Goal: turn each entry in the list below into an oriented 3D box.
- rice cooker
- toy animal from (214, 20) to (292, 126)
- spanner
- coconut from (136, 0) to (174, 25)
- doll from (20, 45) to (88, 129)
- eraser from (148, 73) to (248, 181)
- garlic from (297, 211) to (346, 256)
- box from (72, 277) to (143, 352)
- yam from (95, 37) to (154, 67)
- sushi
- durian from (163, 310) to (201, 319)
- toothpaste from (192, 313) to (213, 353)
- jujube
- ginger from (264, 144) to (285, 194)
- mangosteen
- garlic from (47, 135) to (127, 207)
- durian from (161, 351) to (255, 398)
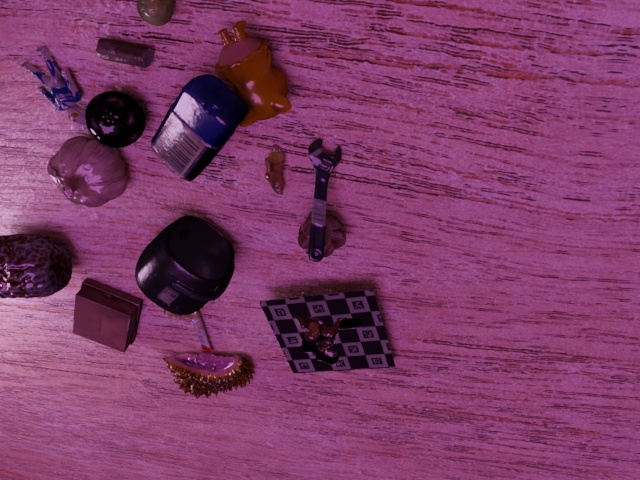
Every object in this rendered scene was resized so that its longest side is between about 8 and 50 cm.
[{"bbox_3d":[-0.392,0.080,1.700,0.267,0.267,0.224,38,126,-13],"label":"rice cooker"},{"bbox_3d":[-0.164,-0.391,1.374,0.156,0.156,0.230,-15,116,23],"label":"toy animal"},{"bbox_3d":[0.004,-0.101,1.513,0.087,0.024,0.316,3,94,0],"label":"spanner"},{"bbox_3d":[-0.383,-0.545,1.357,0.087,0.096,0.088,0,89,-5],"label":"coconut"},{"bbox_3d":[-0.690,-0.396,1.559,0.114,0.057,0.227,-27,112,24],"label":"doll"},{"bbox_3d":[-0.310,-0.274,1.448,0.155,0.101,0.332,43,146,-10],"label":"eraser"},{"bbox_3d":[0.000,0.000,1.635,0.131,0.127,0.194,34,155,12],"label":"garlic"},{"bbox_3d":[-0.740,0.263,2.017,0.215,0.086,0.215,22,126,-1],"label":"box"},{"bbox_3d":[-0.486,-0.466,1.456,0.132,0.054,0.054,13,127,6],"label":"yam"},{"bbox_3d":[0.034,0.276,1.841,0.359,0.064,0.343,-7,126,18],"label":"sushi"},{"bbox_3d":[-0.455,0.225,1.931,0.130,0.066,0.052,1,126,3],"label":"durian"},{"bbox_3d":[-0.409,0.316,2.004,0.048,0.031,0.190,12,130,27],"label":"toothpaste"},{"bbox_3d":[-0.957,0.084,1.868,0.317,0.226,0.226,3,125,15],"label":"jujube"},{"bbox_3d":[-0.123,-0.187,1.568,0.057,0.044,0.137,-3,127,-5],"label":"ginger"},{"bbox_3d":[-0.536,-0.315,1.532,0.152,0.152,0.152,7,126,10],"label":"mangosteen"},{"bbox_3d":[-0.664,-0.172,1.614,0.218,0.212,0.219,4,121,7],"label":"garlic"},{"bbox_3d":[-0.391,0.495,2.075,0.341,0.112,0.191,-2,122,13],"label":"durian"}]
